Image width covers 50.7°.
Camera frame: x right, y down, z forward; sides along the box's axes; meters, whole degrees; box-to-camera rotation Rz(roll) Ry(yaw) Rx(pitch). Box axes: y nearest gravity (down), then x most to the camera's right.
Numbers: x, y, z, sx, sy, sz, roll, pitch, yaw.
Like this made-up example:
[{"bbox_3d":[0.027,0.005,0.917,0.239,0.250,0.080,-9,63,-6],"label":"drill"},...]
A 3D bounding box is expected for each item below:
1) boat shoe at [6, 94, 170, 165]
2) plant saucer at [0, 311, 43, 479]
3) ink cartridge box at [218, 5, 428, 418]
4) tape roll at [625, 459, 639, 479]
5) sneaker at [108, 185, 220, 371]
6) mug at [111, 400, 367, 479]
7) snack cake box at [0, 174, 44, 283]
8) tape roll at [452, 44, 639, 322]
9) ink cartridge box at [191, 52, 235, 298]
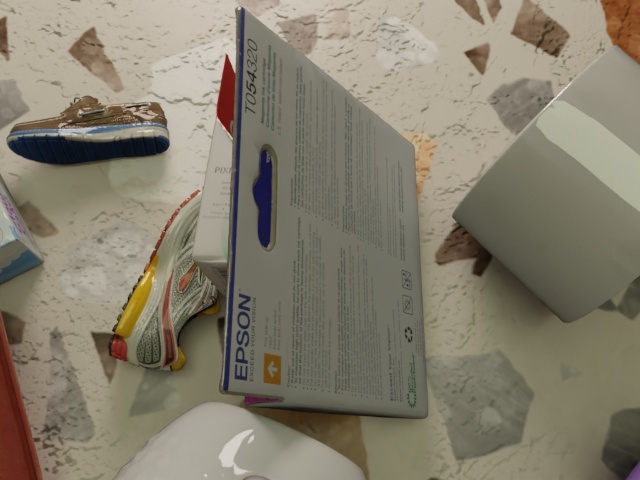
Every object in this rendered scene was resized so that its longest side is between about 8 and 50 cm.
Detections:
[{"bbox_3d":[-0.275,-0.133,0.806,0.183,0.066,0.066,-3,67,-15],"label":"boat shoe"},{"bbox_3d":[-0.412,0.181,0.652,0.258,0.048,0.259,-10,101,-7],"label":"plant saucer"},{"bbox_3d":[0.000,0.000,0.656,0.071,0.330,0.324,-12,68,34],"label":"ink cartridge box"},{"bbox_3d":[0.406,0.289,0.593,0.275,0.275,0.090,43,73,10],"label":"tape roll"},{"bbox_3d":[-0.146,0.039,0.751,0.092,0.088,0.225,25,78,-6],"label":"sneaker"},{"bbox_3d":[-0.088,0.300,0.511,0.276,0.374,0.328,24,65,1],"label":"mug"},{"bbox_3d":[-0.464,0.013,0.729,0.264,0.089,0.152,-30,75,-12],"label":"snack cake box"},{"bbox_3d":[0.284,-0.057,0.715,0.246,0.246,0.169,-42,80,-15],"label":"tape roll"},{"bbox_3d":[-0.075,-0.054,0.723,0.056,0.181,0.225,5,71,8],"label":"ink cartridge box"}]
